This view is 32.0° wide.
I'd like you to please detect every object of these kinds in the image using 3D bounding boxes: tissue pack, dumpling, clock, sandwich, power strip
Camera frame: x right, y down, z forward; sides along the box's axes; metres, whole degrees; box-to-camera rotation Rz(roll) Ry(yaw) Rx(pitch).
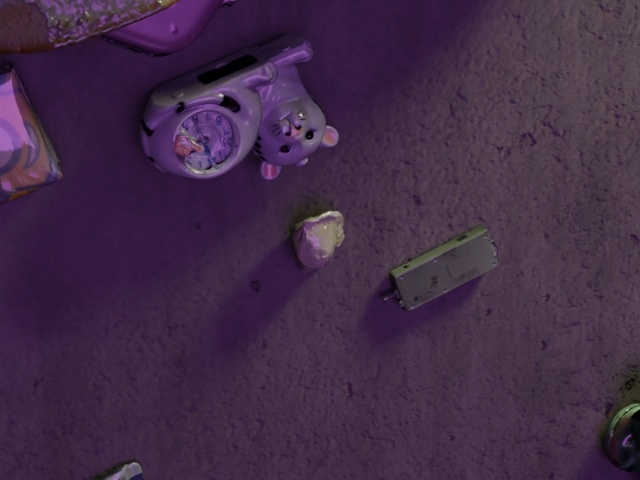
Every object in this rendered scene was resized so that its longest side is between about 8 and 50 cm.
[{"bbox_3d":[-0.309,-0.075,0.956,0.148,0.060,0.108,-25,114,-11],"label":"tissue pack"},{"bbox_3d":[0.001,0.002,1.100,0.057,0.052,0.076,-17,116,-8],"label":"dumpling"},{"bbox_3d":[-0.074,-0.102,1.020,0.176,0.080,0.117,-25,116,-12],"label":"clock"},{"bbox_3d":[-0.195,-0.214,0.888,0.258,0.096,0.094,-25,114,-16],"label":"sandwich"},{"bbox_3d":[0.125,0.032,1.175,0.136,0.019,0.051,-27,118,-9],"label":"power strip"}]

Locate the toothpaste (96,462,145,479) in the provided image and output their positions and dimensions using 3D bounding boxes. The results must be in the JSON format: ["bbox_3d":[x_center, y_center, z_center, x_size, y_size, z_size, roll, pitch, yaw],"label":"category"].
[{"bbox_3d":[-0.274,0.290,1.118,0.216,0.037,0.062,-22,115,-15],"label":"toothpaste"}]

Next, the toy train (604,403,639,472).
[{"bbox_3d":[0.480,0.267,1.331,0.221,0.150,0.304,-32,116,-18],"label":"toy train"}]

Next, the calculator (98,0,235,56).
[{"bbox_3d":[-0.186,-0.277,0.936,0.294,0.043,0.194,27,98,-27],"label":"calculator"}]
